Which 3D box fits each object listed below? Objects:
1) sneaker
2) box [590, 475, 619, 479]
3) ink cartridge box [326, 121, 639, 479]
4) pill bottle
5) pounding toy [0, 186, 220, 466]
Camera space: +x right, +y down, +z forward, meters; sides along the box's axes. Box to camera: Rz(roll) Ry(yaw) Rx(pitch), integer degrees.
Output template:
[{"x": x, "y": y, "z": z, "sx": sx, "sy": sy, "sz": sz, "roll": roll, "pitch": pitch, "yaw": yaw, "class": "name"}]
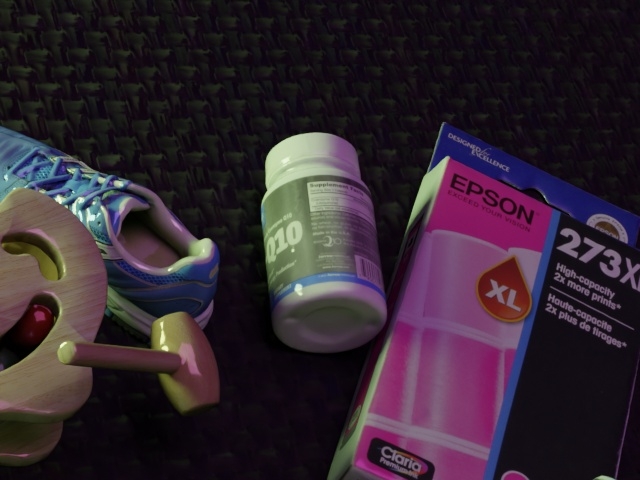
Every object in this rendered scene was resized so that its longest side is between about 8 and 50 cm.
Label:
[{"x": -0.150, "y": -0.021, "z": 1.246, "sx": 0.211, "sy": 0.081, "sz": 0.080, "roll": 32, "pitch": 50, "yaw": 1, "class": "sneaker"}, {"x": 0.151, "y": 0.362, "z": 0.873, "sx": 0.395, "sy": 0.212, "sz": 0.293, "roll": -49, "pitch": 125, "yaw": -26, "class": "box"}, {"x": 0.131, "y": 0.063, "z": 1.336, "sx": 0.176, "sy": 0.069, "sz": 0.371, "roll": 26, "pitch": 46, "yaw": -7, "class": "ink cartridge box"}, {"x": 0.000, "y": 0.000, "z": 1.305, "sx": 0.078, "sy": 0.078, "sz": 0.137, "roll": 8, "pitch": 52, "yaw": -21, "class": "pill bottle"}, {"x": -0.194, "y": 0.036, "z": 1.132, "sx": 0.269, "sy": 0.155, "sz": 0.154, "roll": -2, "pitch": 61, "yaw": -27, "class": "pounding toy"}]
